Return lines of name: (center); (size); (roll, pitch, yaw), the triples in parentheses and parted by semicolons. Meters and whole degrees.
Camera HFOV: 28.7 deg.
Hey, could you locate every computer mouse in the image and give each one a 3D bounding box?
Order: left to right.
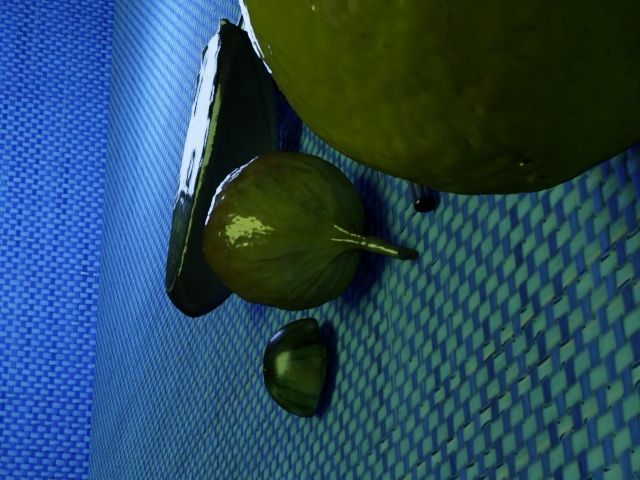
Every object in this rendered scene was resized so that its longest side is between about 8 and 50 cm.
computer mouse: (-0.112, -0.085, 1.571); (0.203, 0.114, 0.374); (-143, 63, -73)

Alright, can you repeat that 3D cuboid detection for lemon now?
lemon: (0.085, -0.159, 0.686); (0.293, 0.293, 0.293); (-173, 90, -73)

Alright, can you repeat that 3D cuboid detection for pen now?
pen: (0.075, -0.101, 1.116); (0.204, 0.025, 0.025); (-100, 24, -44)

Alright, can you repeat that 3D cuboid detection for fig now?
fig: (0.000, 0.000, 1.176); (0.257, 0.159, 0.159); (9, 92, 52)

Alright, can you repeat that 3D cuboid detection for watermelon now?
watermelon: (-0.029, 0.131, 1.296); (0.105, 0.062, 0.105); (-175, 90, -78)

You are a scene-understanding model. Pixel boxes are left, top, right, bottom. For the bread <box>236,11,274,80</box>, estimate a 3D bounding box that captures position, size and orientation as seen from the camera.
bread: (-0.089, -0.253, 1.706); (0.228, 0.033, 0.228); (-171, 90, -73)
